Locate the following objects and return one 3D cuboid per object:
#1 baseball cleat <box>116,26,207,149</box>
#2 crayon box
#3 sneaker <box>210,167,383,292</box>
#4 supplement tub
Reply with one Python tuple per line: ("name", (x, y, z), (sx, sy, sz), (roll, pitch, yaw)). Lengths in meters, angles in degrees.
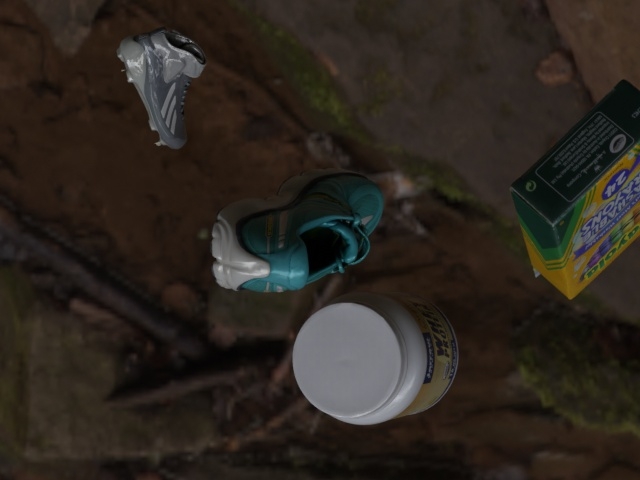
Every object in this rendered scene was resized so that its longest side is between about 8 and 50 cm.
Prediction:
("baseball cleat", (-0.191, -0.198, 1.851), (0.109, 0.072, 0.206), (-18, 145, 5))
("crayon box", (0.365, -0.050, 1.847), (0.203, 0.083, 0.323), (-43, 155, -5))
("sneaker", (0.000, 0.000, 1.360), (0.110, 0.275, 0.107), (9, 109, 25))
("supplement tub", (0.098, 0.203, 2.455), (0.228, 0.228, 0.316), (-23, 170, 19))
